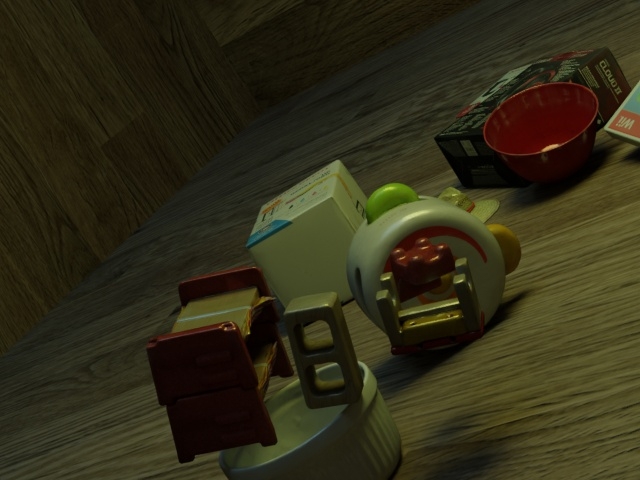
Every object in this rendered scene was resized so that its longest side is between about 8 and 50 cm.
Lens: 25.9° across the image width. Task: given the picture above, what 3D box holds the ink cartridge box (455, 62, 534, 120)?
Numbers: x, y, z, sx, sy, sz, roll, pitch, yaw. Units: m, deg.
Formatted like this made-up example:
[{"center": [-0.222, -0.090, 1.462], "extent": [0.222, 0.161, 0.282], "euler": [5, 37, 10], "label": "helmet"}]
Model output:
[{"center": [0.361, -0.260, 2.625], "extent": [0.175, 0.072, 0.127], "euler": [-41, 15, -29], "label": "ink cartridge box"}]

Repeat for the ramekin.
[{"center": [-0.004, 0.243, 1.617], "extent": [0.207, 0.109, 0.207], "euler": [-31, 13, 8], "label": "ramekin"}]

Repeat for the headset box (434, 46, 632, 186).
[{"center": [0.372, -0.215, 2.365], "extent": [0.293, 0.110, 0.218], "euler": [-37, 15, -18], "label": "headset box"}]

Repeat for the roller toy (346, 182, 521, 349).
[{"center": [0.141, 0.043, 1.825], "extent": [0.146, 0.209, 0.191], "euler": [-139, 71, -76], "label": "roller toy"}]

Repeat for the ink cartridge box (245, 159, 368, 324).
[{"center": [0.000, 0.000, 2.323], "extent": [0.171, 0.168, 0.232], "euler": [-30, 13, 13], "label": "ink cartridge box"}]

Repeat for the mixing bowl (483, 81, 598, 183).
[{"center": [0.353, -0.153, 2.165], "extent": [0.181, 0.098, 0.181], "euler": [-17, 35, 12], "label": "mixing bowl"}]

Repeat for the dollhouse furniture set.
[{"center": [0.006, 0.114, 1.592], "extent": [0.374, 0.152, 0.201], "euler": [-12, 18, 12], "label": "dollhouse furniture set"}]

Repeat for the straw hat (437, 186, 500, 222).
[{"center": [0.214, -0.052, 2.258], "extent": [0.144, 0.061, 0.144], "euler": [-30, 13, 8], "label": "straw hat"}]

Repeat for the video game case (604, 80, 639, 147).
[{"center": [0.549, -0.247, 1.989], "extent": [0.285, 0.025, 0.204], "euler": [-53, 27, -1], "label": "video game case"}]
